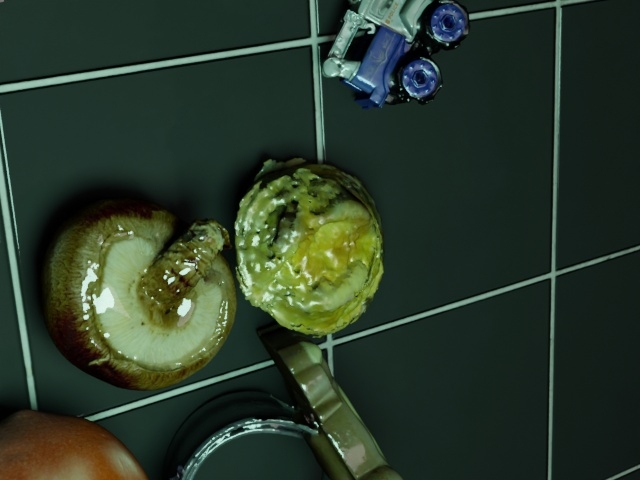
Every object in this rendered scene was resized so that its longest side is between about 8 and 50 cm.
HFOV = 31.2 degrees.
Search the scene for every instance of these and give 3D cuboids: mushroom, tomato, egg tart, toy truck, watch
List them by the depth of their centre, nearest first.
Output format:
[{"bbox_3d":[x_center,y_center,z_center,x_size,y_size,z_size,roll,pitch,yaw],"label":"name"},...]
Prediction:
[{"bbox_3d":[-0.377,0.382,1.523,0.321,0.321,0.322,-11,110,-31],"label":"tomato"},{"bbox_3d":[-0.247,0.066,1.588,0.278,0.163,0.297,-47,125,-2],"label":"mushroom"},{"bbox_3d":[0.000,0.000,1.702,0.297,0.132,0.297,8,77,-38],"label":"egg tart"},{"bbox_3d":[0.105,-0.303,1.730,0.177,0.161,0.213,27,88,-13],"label":"toy truck"},{"bbox_3d":[-0.089,0.344,1.738,0.326,0.314,0.335,-33,106,-9],"label":"watch"}]
